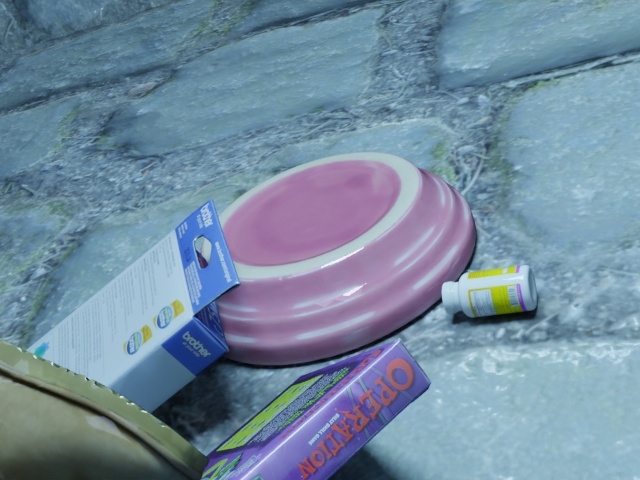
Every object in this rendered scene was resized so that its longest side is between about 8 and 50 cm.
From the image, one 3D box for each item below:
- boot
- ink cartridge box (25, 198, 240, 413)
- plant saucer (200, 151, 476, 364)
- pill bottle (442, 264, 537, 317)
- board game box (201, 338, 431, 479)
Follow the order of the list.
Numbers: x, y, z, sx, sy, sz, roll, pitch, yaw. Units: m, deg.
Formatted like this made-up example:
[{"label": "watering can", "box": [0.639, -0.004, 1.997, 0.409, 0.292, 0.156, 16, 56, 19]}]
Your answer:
[{"label": "boot", "box": [-0.226, 0.210, 0.657, 0.236, 0.089, 0.270, 19, 71, 27]}, {"label": "ink cartridge box", "box": [-0.196, 0.108, 0.974, 0.311, 0.065, 0.186, -41, 28, 7]}, {"label": "plant saucer", "box": [0.000, 0.000, 1.096, 0.332, 0.084, 0.332, -17, 28, 9]}, {"label": "pill bottle", "box": [0.158, 0.049, 0.942, 0.083, 0.043, 0.043, -8, 31, 22]}, {"label": "board game box", "box": [-0.090, 0.206, 0.737, 0.346, 0.056, 0.208, -37, -3, -26]}]
